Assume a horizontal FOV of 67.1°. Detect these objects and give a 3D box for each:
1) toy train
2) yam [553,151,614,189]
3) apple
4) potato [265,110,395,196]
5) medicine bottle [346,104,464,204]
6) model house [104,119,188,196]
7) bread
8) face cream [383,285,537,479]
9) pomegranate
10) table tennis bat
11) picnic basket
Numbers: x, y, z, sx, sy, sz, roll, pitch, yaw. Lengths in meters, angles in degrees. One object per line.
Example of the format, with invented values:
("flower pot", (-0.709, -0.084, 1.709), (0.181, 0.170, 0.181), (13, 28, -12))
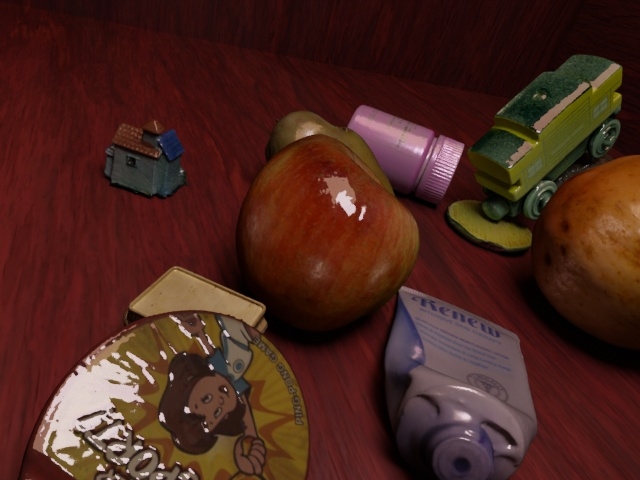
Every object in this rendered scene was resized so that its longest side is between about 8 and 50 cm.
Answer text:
("toy train", (0.551, -0.250, 1.174), (0.442, 0.272, 0.179), (-42, 45, -5))
("yam", (0.727, -0.084, 1.264), (0.240, 0.241, 0.348), (5, 37, -19))
("apple", (0.000, 0.000, 0.762), (0.301, 0.302, 0.302), (13, 32, -8))
("potato", (0.019, -0.133, 1.010), (0.351, 0.218, 0.202), (39, 76, 25))
("medicine bottle", (0.206, -0.222, 1.257), (0.290, 0.178, 0.178), (22, 32, 7))
("model house", (-0.337, -0.180, 0.949), (0.148, 0.149, 0.119), (21, 31, 1))
("bread", (0.423, -0.035, 1.217), (0.228, 0.034, 0.229), (12, 31, -7))
("face cream", (0.201, 0.191, 0.711), (0.234, 0.137, 0.420), (21, 20, 8))
("pomegranate", (0.601, 0.046, 0.883), (0.409, 0.411, 0.410), (13, 32, -8))
("table tennis bat", (-0.155, 0.232, 0.436), (0.268, 0.051, 0.415), (43, 43, -4))
("picnic basket", (-0.164, 0.117, 0.642), (0.164, 0.080, 0.115), (24, 33, 10))
